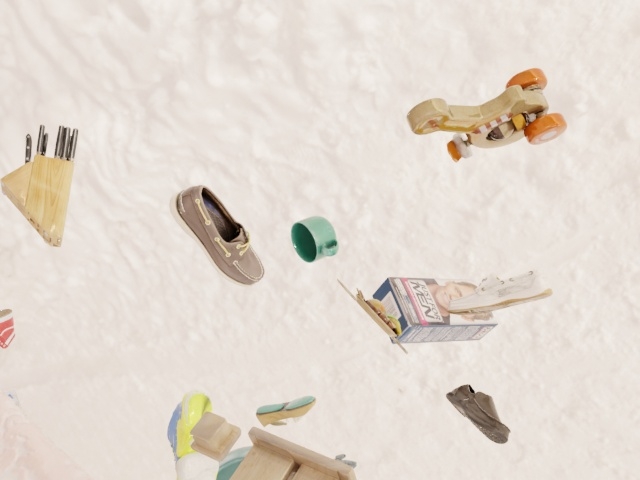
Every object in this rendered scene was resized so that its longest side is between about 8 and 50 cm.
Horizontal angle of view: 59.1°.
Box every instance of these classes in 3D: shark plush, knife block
[{"bbox_3d":[0.025,0.669,1.689,0.161,0.073,0.067,11,157,-7],"label":"shark plush"},{"bbox_3d":[-0.680,-0.156,1.468,0.275,0.242,0.088,51,150,-4],"label":"knife block"}]

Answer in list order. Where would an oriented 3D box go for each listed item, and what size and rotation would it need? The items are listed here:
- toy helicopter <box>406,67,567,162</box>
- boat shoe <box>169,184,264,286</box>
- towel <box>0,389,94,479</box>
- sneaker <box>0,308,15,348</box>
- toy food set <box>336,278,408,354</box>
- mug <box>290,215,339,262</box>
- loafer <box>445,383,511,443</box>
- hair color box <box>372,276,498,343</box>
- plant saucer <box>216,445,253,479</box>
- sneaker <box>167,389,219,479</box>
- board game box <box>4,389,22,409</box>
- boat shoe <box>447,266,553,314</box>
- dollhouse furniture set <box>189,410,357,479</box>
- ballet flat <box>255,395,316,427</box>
[{"bbox_3d":[0.311,-0.240,1.167,0.235,0.355,0.140,-38,62,52],"label":"toy helicopter"},{"bbox_3d":[-0.237,-0.006,1.420,0.097,0.116,0.324,-19,123,31],"label":"boat shoe"},{"bbox_3d":[-0.527,0.405,0.820,0.332,0.317,0.053,32,139,21],"label":"towel"},{"bbox_3d":[-0.611,0.176,1.023,0.042,0.118,0.067,12,114,33],"label":"sneaker"},{"bbox_3d":[0.122,0.151,1.201,0.192,0.038,0.132,47,179,-18],"label":"toy food set"},{"bbox_3d":[-0.005,0.002,1.677,0.157,0.097,0.129,54,144,19],"label":"mug"},{"bbox_3d":[0.375,0.392,1.325,0.080,0.078,0.220,48,174,-21],"label":"loafer"},{"bbox_3d":[0.345,0.207,1.691,0.105,0.347,0.173,-56,42,40],"label":"hair color box"},{"bbox_3d":[-0.183,0.668,1.393,0.318,0.317,0.043,27,158,25],"label":"plant saucer"},{"bbox_3d":[-0.285,0.457,1.244,0.091,0.240,0.126,15,152,-30],"label":"sneaker"},{"bbox_3d":[-0.689,0.503,1.134,0.078,0.233,0.347,-43,69,33],"label":"board game box"},{"bbox_3d":[0.474,0.135,1.528,0.277,0.098,0.096,-17,70,22],"label":"boat shoe"},{"bbox_3d":[-0.052,0.384,0.551,0.356,0.303,0.173,10,133,35],"label":"dollhouse furniture set"},{"bbox_3d":[-0.102,0.558,1.831,0.232,0.080,0.073,-19,97,27],"label":"ballet flat"}]
